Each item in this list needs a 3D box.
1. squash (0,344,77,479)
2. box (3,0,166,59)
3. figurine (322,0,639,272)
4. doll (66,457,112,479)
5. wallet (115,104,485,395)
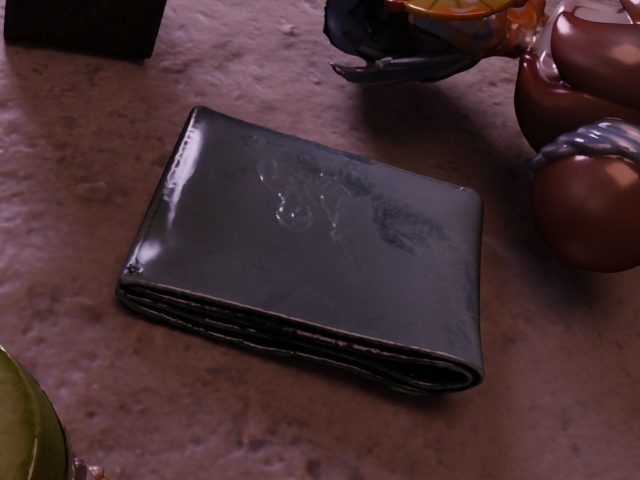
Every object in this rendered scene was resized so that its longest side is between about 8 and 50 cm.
[{"bbox_3d":[-0.244,0.117,0.559,0.220,0.133,0.220,0,51,0],"label":"squash"},{"bbox_3d":[-0.200,-0.325,0.962,0.143,0.273,0.184,6,45,-20],"label":"box"},{"bbox_3d":[0.196,-0.160,1.013,0.388,0.248,0.277,29,30,21],"label":"figurine"},{"bbox_3d":[-0.166,0.154,0.633,0.127,0.084,0.073,17,41,-19],"label":"doll"},{"bbox_3d":[0.000,0.001,0.891,0.290,0.054,0.251,16,38,-2],"label":"wallet"}]
